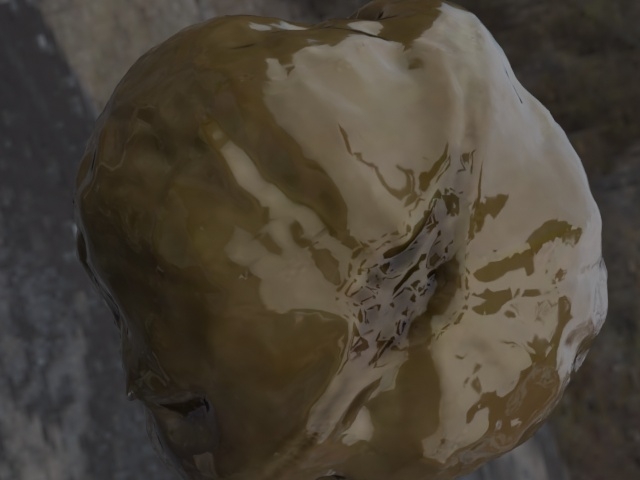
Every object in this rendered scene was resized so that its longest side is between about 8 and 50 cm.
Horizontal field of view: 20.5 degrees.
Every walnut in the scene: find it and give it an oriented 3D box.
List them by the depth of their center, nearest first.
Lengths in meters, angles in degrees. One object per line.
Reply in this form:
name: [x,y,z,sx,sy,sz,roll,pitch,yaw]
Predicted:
walnut: [0.010,0.006,1.190,0.383,0.383,0.383,-14,90,-77]
